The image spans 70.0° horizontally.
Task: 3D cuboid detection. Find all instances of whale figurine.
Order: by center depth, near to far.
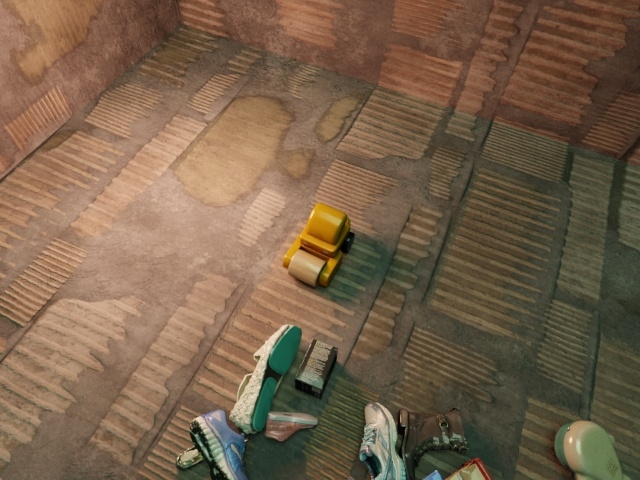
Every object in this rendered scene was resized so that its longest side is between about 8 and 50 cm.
[{"bbox_3d":[0.882,0.717,1.490,0.272,0.141,0.216,48,65,-1],"label":"whale figurine"}]

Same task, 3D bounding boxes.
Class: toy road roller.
[{"bbox_3d":[0.000,0.000,1.858,0.202,0.240,0.329,24,59,14],"label":"toy road roller"}]

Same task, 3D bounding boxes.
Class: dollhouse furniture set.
[{"bbox_3d":[0.471,0.870,1.338,0.201,0.152,0.374,-20,58,-15],"label":"dollhouse furniture set"}]

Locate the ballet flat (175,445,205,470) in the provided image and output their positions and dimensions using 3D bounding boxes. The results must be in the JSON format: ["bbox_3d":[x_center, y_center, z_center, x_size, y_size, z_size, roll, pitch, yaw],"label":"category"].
[{"bbox_3d":[-0.383,0.686,1.492,0.188,0.070,0.070,-29,62,-20],"label":"ballet flat"}]

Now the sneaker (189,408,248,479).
[{"bbox_3d":[-0.274,0.685,1.441,0.147,0.130,0.330,-20,78,-46],"label":"sneaker"}]

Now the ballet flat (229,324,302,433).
[{"bbox_3d":[-0.203,0.466,1.613,0.147,0.147,0.409,19,58,11],"label":"ballet flat"}]

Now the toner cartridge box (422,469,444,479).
[{"bbox_3d":[0.230,0.810,1.257,0.348,0.075,0.165,-30,59,-11],"label":"toner cartridge box"}]

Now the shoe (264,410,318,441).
[{"bbox_3d":[-0.100,0.631,1.545,0.178,0.063,0.081,12,87,-15],"label":"shoe"}]

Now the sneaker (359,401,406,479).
[{"bbox_3d":[0.182,0.654,1.468,0.122,0.110,0.283,11,41,-26],"label":"sneaker"}]

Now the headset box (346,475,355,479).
[{"bbox_3d":[0.104,0.874,1.352,0.218,0.110,0.293,33,61,19],"label":"headset box"}]

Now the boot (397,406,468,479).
[{"bbox_3d":[0.374,0.675,1.507,0.229,0.091,0.263,4,54,2],"label":"boot"}]

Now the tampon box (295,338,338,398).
[{"bbox_3d":[-0.012,0.456,1.624,0.101,0.120,0.161,20,58,12],"label":"tampon box"}]
